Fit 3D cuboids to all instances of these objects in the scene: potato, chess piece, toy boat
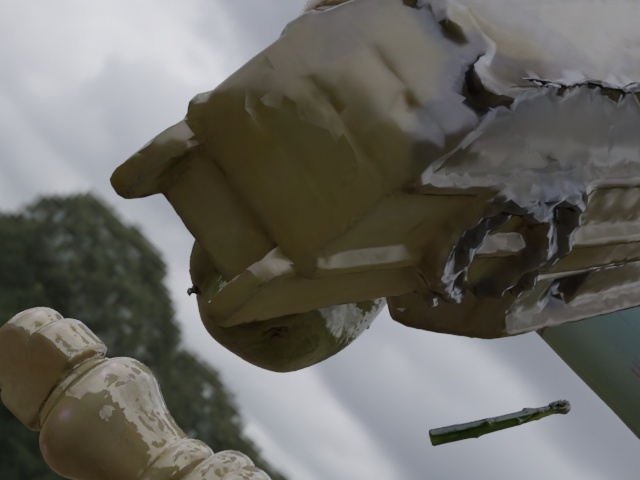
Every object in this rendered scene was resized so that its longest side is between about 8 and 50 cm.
[{"bbox_3d":[-0.001,-0.003,2.105,0.218,0.351,0.202,37,-29,22],"label":"potato"},{"bbox_3d":[-0.077,0.184,1.232,0.397,0.117,0.117,40,-11,19],"label":"chess piece"},{"bbox_3d":[0.109,-0.034,0.760,0.445,0.162,0.136,-7,52,-46],"label":"toy boat"}]

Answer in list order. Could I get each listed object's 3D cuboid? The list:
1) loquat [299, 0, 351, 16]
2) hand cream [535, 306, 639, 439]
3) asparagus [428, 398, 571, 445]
[{"bbox_3d":[0.097,-0.176,1.853,0.263,0.263,0.263,40,-11,10],"label":"loquat"},{"bbox_3d":[0.129,0.020,0.966,0.331,0.085,0.058,48,9,20],"label":"hand cream"},{"bbox_3d":[0.155,0.156,1.556,0.018,0.127,0.015,-112,-168,-59],"label":"asparagus"}]
